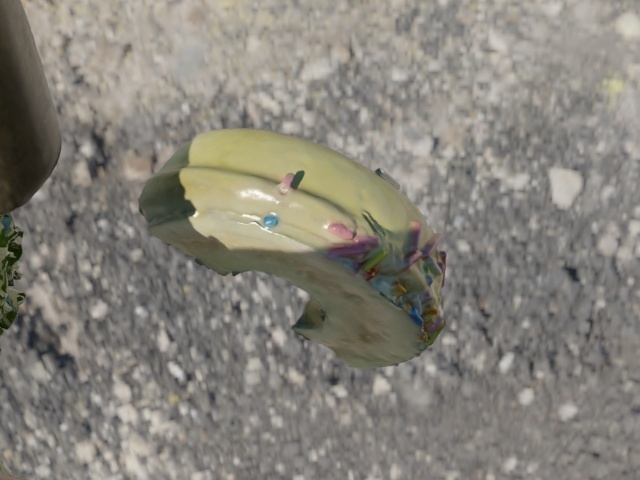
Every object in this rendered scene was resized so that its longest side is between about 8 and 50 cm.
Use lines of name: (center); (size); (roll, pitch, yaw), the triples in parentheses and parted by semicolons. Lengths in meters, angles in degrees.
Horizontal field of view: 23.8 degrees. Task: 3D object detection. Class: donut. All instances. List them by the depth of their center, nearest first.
donut: (0.005, 0.001, 0.730); (0.108, 0.166, 0.065); (-9, 51, 48)

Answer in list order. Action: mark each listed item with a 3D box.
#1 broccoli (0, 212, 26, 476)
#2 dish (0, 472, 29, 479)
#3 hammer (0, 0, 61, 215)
broccoli: (-0.211, 0.113, 0.653); (0.254, 0.302, 0.186); (-1, 19, 38)
dish: (-0.161, 0.129, 0.454); (0.213, 0.213, 0.090); (-2, 67, 2)
hammer: (-0.085, -0.102, 0.221); (0.043, 0.365, 0.111); (36, 68, 20)
